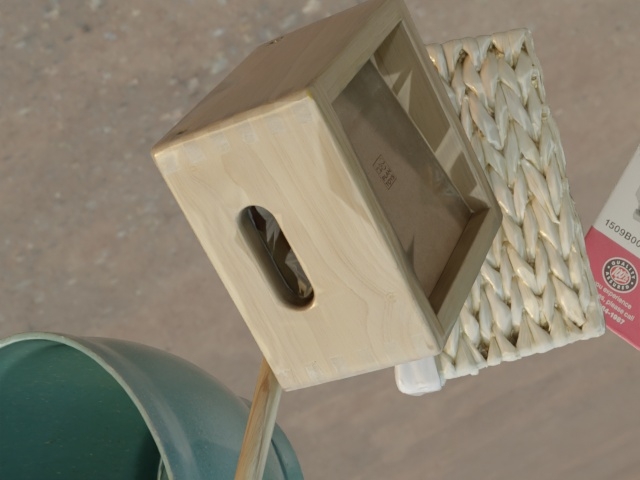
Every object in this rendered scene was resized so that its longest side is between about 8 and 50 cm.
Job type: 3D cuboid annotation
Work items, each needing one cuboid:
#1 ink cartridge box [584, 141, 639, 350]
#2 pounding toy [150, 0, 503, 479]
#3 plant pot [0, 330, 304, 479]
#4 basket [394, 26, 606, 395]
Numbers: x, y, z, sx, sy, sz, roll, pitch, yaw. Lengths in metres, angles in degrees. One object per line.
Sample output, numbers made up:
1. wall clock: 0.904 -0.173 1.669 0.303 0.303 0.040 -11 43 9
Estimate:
1. ink cartridge box: 0.352 -0.026 1.029 0.117 0.207 0.283 1 121 -52
2. pounding toy: 0.000 0.000 0.514 0.100 0.141 0.130 -17 -159 29
3. plant pot: -0.135 0.211 0.982 0.293 0.293 0.196 -38 156 33
4. basket: 0.073 -0.015 0.648 0.103 0.167 0.113 -15 173 6
